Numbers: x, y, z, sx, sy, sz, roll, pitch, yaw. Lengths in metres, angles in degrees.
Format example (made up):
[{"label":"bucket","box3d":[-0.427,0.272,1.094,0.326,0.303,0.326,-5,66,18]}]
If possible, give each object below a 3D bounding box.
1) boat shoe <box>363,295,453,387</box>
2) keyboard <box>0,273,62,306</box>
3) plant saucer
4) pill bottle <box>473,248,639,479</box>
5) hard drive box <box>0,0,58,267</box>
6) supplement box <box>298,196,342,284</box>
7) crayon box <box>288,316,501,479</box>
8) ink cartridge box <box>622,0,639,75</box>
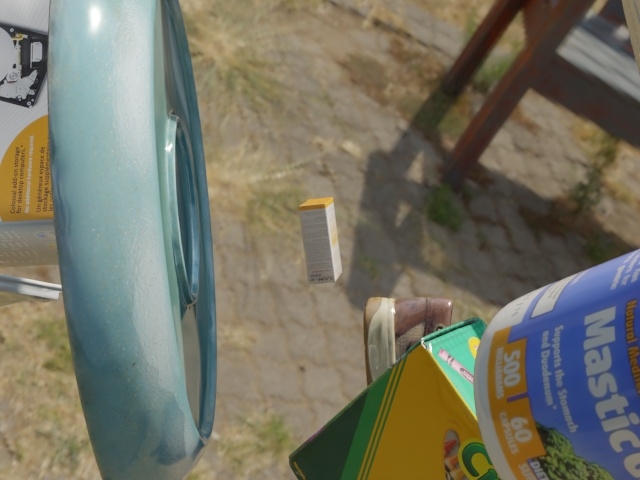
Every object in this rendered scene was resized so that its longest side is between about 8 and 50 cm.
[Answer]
[{"label":"boat shoe","box3d":[0.122,0.229,1.422,0.123,0.342,0.123,-5,-2,5]},{"label":"keyboard","box3d":[-0.270,0.019,0.786,0.256,0.072,0.014,18,71,-56]},{"label":"plant saucer","box3d":[-0.090,-0.015,0.684,0.043,0.318,0.318,-5,41,0]},{"label":"pill bottle","box3d":[0.226,0.064,0.686,0.152,0.272,0.152,17,60,-34]},{"label":"hard drive box","box3d":[-0.275,-0.074,0.934,0.232,0.089,0.181,-4,71,7]},{"label":"supplement box","box3d":[0.000,0.000,1.582,0.036,0.098,0.062,-6,7,10]},{"label":"crayon box","box3d":[0.119,0.215,0.888,0.081,0.165,0.278,-15,65,-51]},{"label":"ink cartridge box","box3d":[0.381,-0.207,1.075,0.306,0.226,0.131,-71,145,-75]}]
